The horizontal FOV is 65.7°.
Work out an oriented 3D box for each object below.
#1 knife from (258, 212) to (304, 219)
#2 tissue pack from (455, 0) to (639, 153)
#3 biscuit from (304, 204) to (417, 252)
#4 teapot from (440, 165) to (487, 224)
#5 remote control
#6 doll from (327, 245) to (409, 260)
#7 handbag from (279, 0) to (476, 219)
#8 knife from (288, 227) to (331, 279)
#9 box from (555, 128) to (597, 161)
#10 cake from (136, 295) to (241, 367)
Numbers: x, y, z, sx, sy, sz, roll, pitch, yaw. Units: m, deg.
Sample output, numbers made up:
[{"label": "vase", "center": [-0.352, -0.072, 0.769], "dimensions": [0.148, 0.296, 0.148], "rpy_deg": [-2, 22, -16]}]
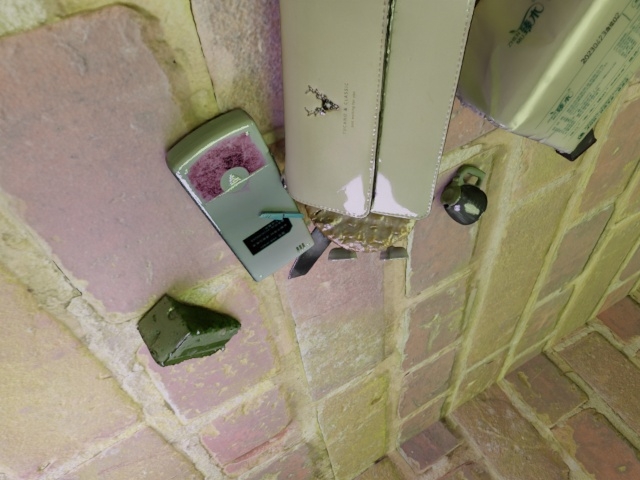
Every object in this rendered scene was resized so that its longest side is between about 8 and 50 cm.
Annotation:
[{"label": "knife", "center": [-0.066, -0.042, 0.850], "dimensions": [0.091, 0.005, 0.014], "rpy_deg": [-1, 128, -39]}, {"label": "tissue pack", "center": [0.419, -0.363, 0.830], "dimensions": [0.297, 0.207, 0.380], "rpy_deg": [3, 128, -44]}, {"label": "biscuit", "center": [0.077, -0.081, 0.876], "dimensions": [0.219, 0.220, 0.033], "rpy_deg": [-49, -175, 14]}, {"label": "teapot", "center": [0.324, -0.106, 1.146], "dimensions": [0.091, 0.124, 0.092], "rpy_deg": [23, 155, -33]}, {"label": "remote control", "center": [-0.119, -0.058, 0.835], "dimensions": [0.145, 0.050, 0.344], "rpy_deg": [-33, 143, -7]}, {"label": "doll", "center": [0.090, -0.065, 0.941], "dimensions": [0.183, 0.085, 0.217], "rpy_deg": [0, 107, 3]}, {"label": "handbag", "center": [0.062, -0.211, 0.681], "dimensions": [0.237, 0.160, 0.358], "rpy_deg": [9, 133, 8]}, {"label": "knife", "center": [0.000, 0.000, 1.024], "dimensions": [0.060, 0.028, 0.230], "rpy_deg": [21, 118, -36]}, {"label": "box", "center": [0.647, -0.257, 1.260], "dimensions": [0.085, 0.060, 0.063], "rpy_deg": [-40, 135, 3]}, {"label": "cake", "center": [-0.252, 0.174, 0.987], "dimensions": [0.100, 0.099, 0.235], "rpy_deg": [-45, 163, 8]}]
